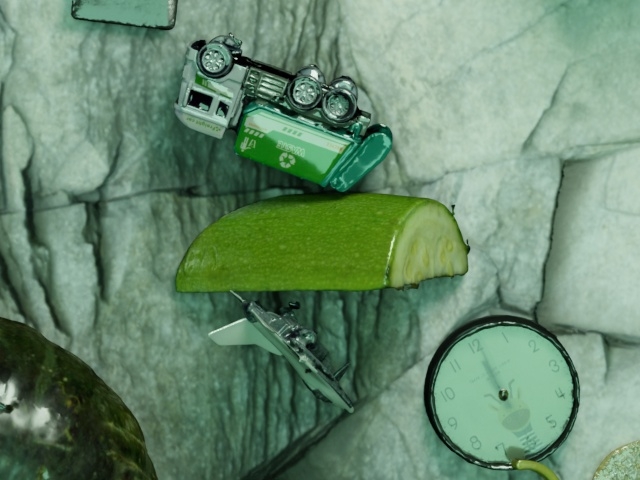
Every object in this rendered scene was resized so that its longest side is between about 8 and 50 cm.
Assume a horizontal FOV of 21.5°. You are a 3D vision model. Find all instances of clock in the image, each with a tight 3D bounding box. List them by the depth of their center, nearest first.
[{"bbox_3d":[0.213,0.179,1.962,0.185,0.040,0.184,0,92,-2],"label":"clock"}]

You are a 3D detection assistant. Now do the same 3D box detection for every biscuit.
[{"bbox_3d":[0.385,0.306,1.981,0.152,0.020,0.152,0,91,-2],"label":"biscuit"}]

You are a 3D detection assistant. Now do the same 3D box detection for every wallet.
[{"bbox_3d":[-0.216,-0.369,1.941,0.124,0.025,0.244,5,90,-2],"label":"wallet"}]

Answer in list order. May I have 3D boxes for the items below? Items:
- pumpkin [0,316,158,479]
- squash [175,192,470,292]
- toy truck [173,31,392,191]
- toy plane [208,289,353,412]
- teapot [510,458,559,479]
[{"bbox_3d":[-0.396,0.290,1.801,0.455,0.344,0.454,-3,104,-12],"label":"pumpkin"},{"bbox_3d":[0.000,0.000,1.957,0.289,0.203,0.111,-1,95,34],"label":"squash"},{"bbox_3d":[-0.040,-0.146,1.914,0.253,0.114,0.124,18,102,-2],"label":"toy truck"},{"bbox_3d":[-0.022,0.122,1.906,0.234,0.160,0.082,31,94,-36],"label":"toy plane"},{"bbox_3d":[0.240,0.336,1.930,0.119,0.130,0.165,10,87,-16],"label":"teapot"}]
